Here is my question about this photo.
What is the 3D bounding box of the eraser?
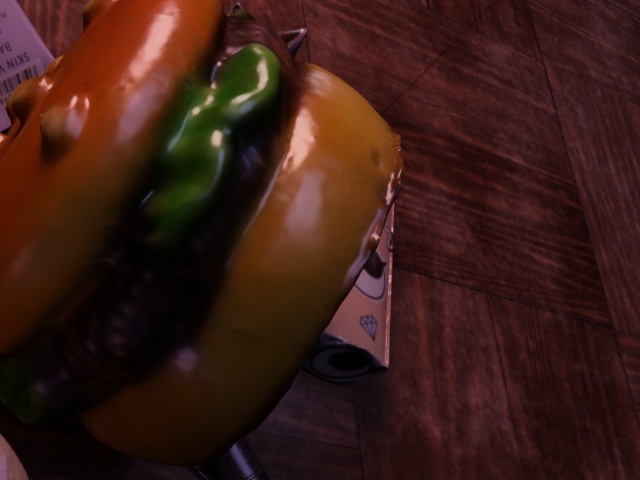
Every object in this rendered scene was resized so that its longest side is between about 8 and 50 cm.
[{"bbox_3d":[0.000,0.000,1.259,0.171,0.087,0.290,27,47,-27],"label":"eraser"}]

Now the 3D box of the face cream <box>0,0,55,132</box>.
[{"bbox_3d":[-0.365,-0.238,1.117,0.273,0.096,0.154,60,37,-10],"label":"face cream"}]

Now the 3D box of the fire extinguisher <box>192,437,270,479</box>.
[{"bbox_3d":[-0.099,0.196,1.068,0.078,0.045,0.157,-28,83,-26],"label":"fire extinguisher"}]

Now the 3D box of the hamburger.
[{"bbox_3d":[-0.153,-0.021,0.943,0.277,0.396,0.395,33,44,-16],"label":"hamburger"}]

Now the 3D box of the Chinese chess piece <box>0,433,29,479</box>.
[{"bbox_3d":[-0.336,0.159,0.661,0.338,0.338,0.140,36,47,-17],"label":"Chinese chess piece"}]

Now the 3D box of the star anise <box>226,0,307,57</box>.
[{"bbox_3d":[-0.113,-0.190,1.277,0.230,0.081,0.262,-40,68,-21],"label":"star anise"}]
